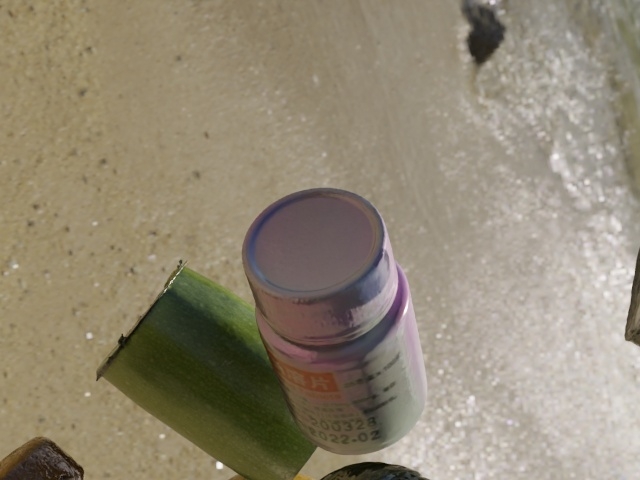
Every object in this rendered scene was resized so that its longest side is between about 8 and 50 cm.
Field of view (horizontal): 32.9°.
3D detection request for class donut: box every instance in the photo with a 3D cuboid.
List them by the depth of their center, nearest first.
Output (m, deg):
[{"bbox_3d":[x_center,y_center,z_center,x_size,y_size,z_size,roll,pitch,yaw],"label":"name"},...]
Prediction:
[{"bbox_3d":[-0.425,0.369,1.480,0.114,0.226,0.226,49,38,-4],"label":"donut"}]

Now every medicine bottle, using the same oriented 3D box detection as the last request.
[{"bbox_3d":[0.026,0.123,1.534,0.388,0.219,0.219,74,25,-49],"label":"medicine bottle"}]

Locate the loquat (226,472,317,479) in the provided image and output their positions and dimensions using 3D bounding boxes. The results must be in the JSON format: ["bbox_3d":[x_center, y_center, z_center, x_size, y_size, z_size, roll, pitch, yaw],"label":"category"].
[{"bbox_3d":[-0.081,0.598,2.064,0.328,0.359,0.328,-3,96,-30],"label":"loquat"}]

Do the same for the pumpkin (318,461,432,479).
[{"bbox_3d":[0.065,0.331,1.056,0.159,0.238,0.238,-34,109,-35],"label":"pumpkin"}]

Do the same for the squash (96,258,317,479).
[{"bbox_3d":[-0.164,0.234,1.892,0.384,0.263,0.263,35,44,-3],"label":"squash"}]

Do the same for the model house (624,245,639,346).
[{"bbox_3d":[0.577,0.049,1.400,0.271,0.301,0.190,98,3,-64],"label":"model house"}]
